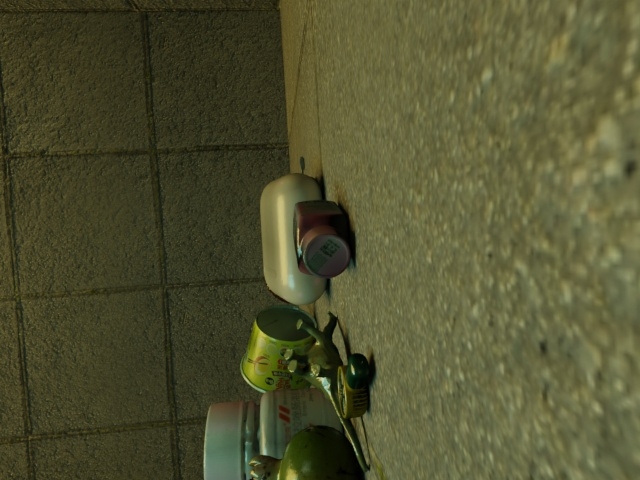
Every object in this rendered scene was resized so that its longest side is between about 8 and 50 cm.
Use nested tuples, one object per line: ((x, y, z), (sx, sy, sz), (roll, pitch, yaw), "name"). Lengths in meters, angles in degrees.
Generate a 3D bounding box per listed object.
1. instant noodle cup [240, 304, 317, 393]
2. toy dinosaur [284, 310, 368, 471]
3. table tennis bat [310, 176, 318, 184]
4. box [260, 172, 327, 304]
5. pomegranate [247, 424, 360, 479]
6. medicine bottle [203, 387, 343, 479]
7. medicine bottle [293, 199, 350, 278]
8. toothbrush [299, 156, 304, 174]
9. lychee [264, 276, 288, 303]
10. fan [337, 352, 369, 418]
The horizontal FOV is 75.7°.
((-0.140, 0.400, 1.561), (0.311, 0.311, 0.221), (-106, 24, -63), "instant noodle cup")
((0.011, 0.246, 0.793), (0.076, 0.147, 0.363), (-47, 31, 20), "toy dinosaur")
((-0.041, -0.136, 1.279), (0.234, 0.022, 0.131), (-137, 53, -69), "table tennis bat")
((-0.079, -0.005, 1.149), (0.288, 0.141, 0.349), (-175, 82, -68), "box")
((-0.024, 0.462, 0.785), (0.179, 0.210, 0.179), (62, 177, 6), "pomegranate")
((-0.114, 0.509, 1.036), (0.256, 0.325, 0.256), (180, 90, -84), "medicine bottle")
((0.000, 0.000, 0.761), (0.188, 0.094, 0.119), (-111, 20, -71), "medicine bottle")
((-0.067, -0.176, 1.647), (0.031, 0.023, 0.321), (74, -167, -85), "toothbrush")
((-0.114, 0.153, 1.585), (0.194, 0.194, 0.194), (176, 90, -84), "lychee")
((0.055, 0.223, 0.643), (0.155, 0.039, 0.082), (94, 171, -52), "fan")
